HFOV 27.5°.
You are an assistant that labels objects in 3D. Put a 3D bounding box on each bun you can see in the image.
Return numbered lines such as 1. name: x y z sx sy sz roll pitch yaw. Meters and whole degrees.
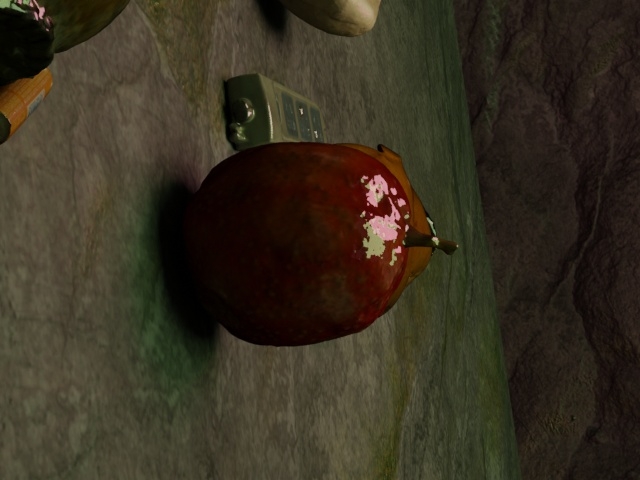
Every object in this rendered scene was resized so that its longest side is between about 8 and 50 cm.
1. bun: -0.015 -0.356 1.631 0.237 0.116 0.210 62 23 -12

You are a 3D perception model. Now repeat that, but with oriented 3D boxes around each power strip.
1. power strip: -0.045 -0.136 1.531 0.286 0.048 0.080 7 76 -76

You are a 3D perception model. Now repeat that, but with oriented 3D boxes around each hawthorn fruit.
1. hawthorn fruit: 0.000 0.000 1.216 0.205 0.253 0.205 -7 90 -77

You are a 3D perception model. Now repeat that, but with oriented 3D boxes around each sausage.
1. sausage: -0.214 -0.101 0.924 0.107 0.031 0.031 -73 150 -61

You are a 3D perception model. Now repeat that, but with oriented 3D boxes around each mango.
1. mango: 0.049 -0.010 1.592 0.287 0.153 0.201 59 24 -55

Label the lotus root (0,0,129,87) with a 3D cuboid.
1. lotus root: -0.201 -0.239 0.846 0.267 0.149 0.260 54 30 -53
